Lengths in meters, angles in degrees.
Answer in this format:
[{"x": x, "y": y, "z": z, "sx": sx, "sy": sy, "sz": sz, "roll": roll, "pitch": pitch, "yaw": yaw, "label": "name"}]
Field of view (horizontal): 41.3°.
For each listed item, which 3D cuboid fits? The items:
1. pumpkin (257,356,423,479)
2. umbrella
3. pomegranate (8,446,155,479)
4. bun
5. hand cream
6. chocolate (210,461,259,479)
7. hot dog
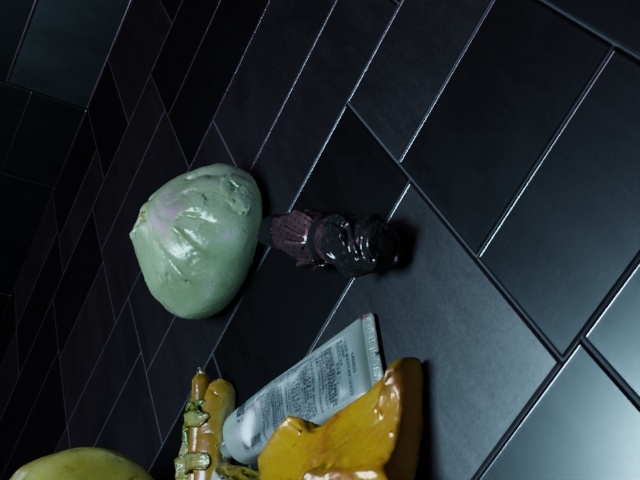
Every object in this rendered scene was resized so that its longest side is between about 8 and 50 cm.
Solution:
[{"x": -0.004, "y": 0.283, "z": 0.960, "sx": 0.290, "sy": 0.095, "sz": 0.258, "roll": -25, "pitch": 31, "yaw": 21, "label": "pumpkin"}, {"x": 0.000, "y": 0.000, "z": 1.193, "sx": 0.326, "sy": 0.090, "sz": 0.094, "roll": 5, "pitch": 84, "yaw": 60, "label": "umbrella"}, {"x": -0.391, "y": 0.505, "z": 1.391, "sx": 0.332, "sy": 0.332, "sz": 0.333, "roll": -34, "pitch": 48, "yaw": 48, "label": "pomegranate"}, {"x": -0.237, "y": -0.011, "z": 1.499, "sx": 0.293, "sy": 0.187, "sz": 0.293, "roll": -33, "pitch": 48, "yaw": 46, "label": "bun"}, {"x": -0.031, "y": 0.227, "z": 1.174, "sx": 0.340, "sy": 0.077, "sz": 0.124, "roll": -37, "pitch": 44, "yaw": 35, "label": "hand cream"}, {"x": -0.143, "y": 0.440, "z": 1.238, "sx": 0.085, "sy": 0.085, "sz": 0.219, "roll": 22, "pitch": 99, "yaw": 60, "label": "chocolate"}, {"x": -0.188, "y": 0.338, "z": 1.361, "sx": 0.109, "sy": 0.072, "sz": 0.270, "roll": -28, "pitch": 54, "yaw": 48, "label": "hot dog"}]
